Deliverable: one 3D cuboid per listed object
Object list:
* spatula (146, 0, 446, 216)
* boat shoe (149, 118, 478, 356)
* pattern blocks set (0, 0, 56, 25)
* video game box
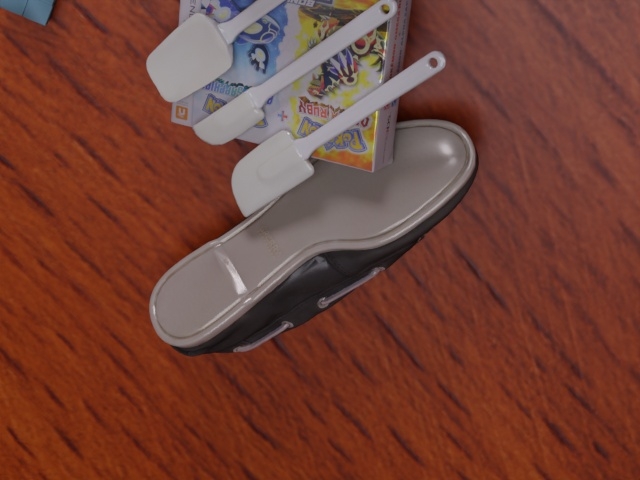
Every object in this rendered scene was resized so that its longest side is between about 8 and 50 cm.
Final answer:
[{"bbox_3d":[-0.024,-0.144,1.360,0.242,0.019,0.168,-32,88,32],"label":"spatula"},{"bbox_3d":[0.000,0.000,1.465,0.335,0.095,0.112,-31,66,14],"label":"boat shoe"},{"bbox_3d":[-0.255,-0.353,1.379,0.285,0.026,0.325,31,118,-11],"label":"pattern blocks set"},{"bbox_3d":[-0.027,-0.171,1.392,0.205,0.048,0.187,15,114,23],"label":"video game box"}]
